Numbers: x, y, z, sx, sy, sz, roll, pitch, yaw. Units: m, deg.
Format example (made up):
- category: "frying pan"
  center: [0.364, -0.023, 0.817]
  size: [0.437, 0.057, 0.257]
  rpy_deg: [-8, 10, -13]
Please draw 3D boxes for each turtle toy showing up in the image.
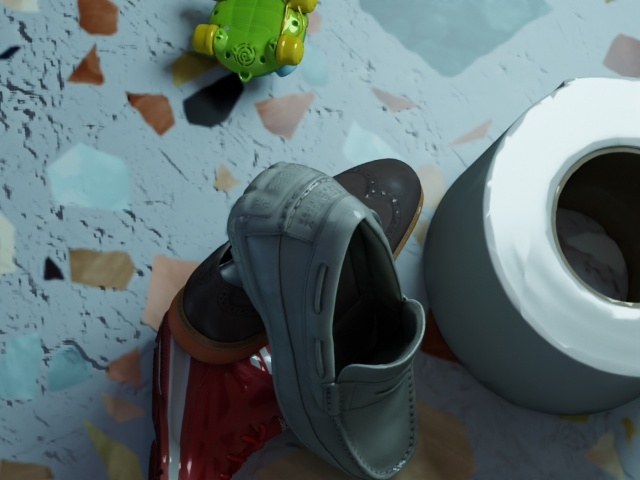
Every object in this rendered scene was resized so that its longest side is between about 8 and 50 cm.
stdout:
- category: "turtle toy"
  center: [-0.046, -0.186, 1.634]
  size: [0.095, 0.066, 0.130]
  rpy_deg: [10, 69, 14]

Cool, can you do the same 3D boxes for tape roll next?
- category: "tape roll"
  center: [0.222, 0.009, 1.591]
  size: [0.246, 0.169, 0.246]
  rpy_deg: [3, 74, -12]

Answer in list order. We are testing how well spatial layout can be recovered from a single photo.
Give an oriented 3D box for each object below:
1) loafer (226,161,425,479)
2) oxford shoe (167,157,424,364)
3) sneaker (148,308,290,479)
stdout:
- category: "loafer"
  center: [0.023, 0.077, 1.465]
  size: [0.111, 0.319, 0.112]
  rpy_deg: [20, 59, 34]
- category: "oxford shoe"
  center: [0.000, 0.000, 1.554]
  size: [0.097, 0.098, 0.271]
  rpy_deg: [44, 51, 10]
- category: "sneaker"
  center: [-0.066, 0.162, 1.526]
  size: [0.128, 0.087, 0.221]
  rpy_deg: [4, 76, -11]
